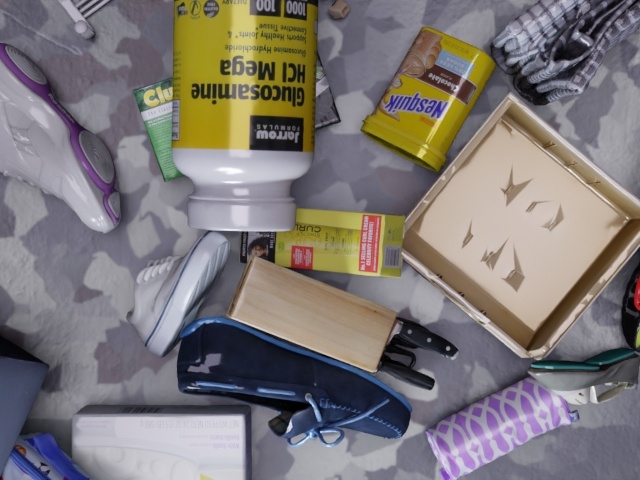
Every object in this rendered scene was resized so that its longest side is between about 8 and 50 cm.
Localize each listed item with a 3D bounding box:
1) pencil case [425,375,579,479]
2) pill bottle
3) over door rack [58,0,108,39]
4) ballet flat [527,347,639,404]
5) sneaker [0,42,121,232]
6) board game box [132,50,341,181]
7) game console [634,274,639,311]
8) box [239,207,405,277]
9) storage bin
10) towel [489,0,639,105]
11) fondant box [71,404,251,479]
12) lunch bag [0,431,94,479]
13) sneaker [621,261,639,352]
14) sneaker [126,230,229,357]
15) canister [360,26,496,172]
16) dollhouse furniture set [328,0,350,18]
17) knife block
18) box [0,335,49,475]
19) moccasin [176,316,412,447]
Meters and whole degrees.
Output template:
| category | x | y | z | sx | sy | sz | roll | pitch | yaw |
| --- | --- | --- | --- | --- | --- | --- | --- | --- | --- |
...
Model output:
| category | x | y | z | sx | sy | sz | roll | pitch | yaw |
| --- | --- | --- | --- | --- | --- | --- | --- | --- | --- |
| pencil case | 0.249 | 0.258 | 1.739 | 0.206 | 0.088 | 0.086 | -24 | 46 | 1 |
| pill bottle | -0.098 | -0.181 | 1.626 | 0.188 | 0.188 | 0.333 | 1 | 94 | 0 |
| over door rack | -0.333 | -0.474 | 1.723 | 0.239 | 0.108 | 0.324 | -37 | 90 | 0 |
| ballet flat | 0.361 | 0.190 | 1.694 | 0.213 | 0.072 | 0.068 | -3 | 95 | -41 |
| sneaker | -0.394 | -0.121 | 1.740 | 0.152 | 0.114 | 0.305 | -39 | 86 | 14 |
| board game box | -0.115 | -0.186 | 1.735 | 0.260 | 0.030 | 0.136 | -19 | 100 | -4 |
| game console | 0.624 | -0.014 | 1.685 | 0.387 | 0.060 | 0.342 | 18 | 94 | -21 |
| box | 0.000 | 0.000 | 1.691 | 0.232 | 0.058 | 0.087 | 6 | 91 | 34 |
| storage bin | 0.268 | -0.014 | 1.713 | 0.262 | 0.123 | 0.260 | 40 | 90 | 0 |
| towel | 0.354 | -0.288 | 1.631 | 0.235 | 0.283 | 0.121 | -38 | 91 | 2 |
| fondant box | -0.216 | 0.396 | 1.735 | 0.238 | 0.096 | 0.330 | 0 | 92 | 1 |
| lunch bag | -0.372 | 0.395 | 1.652 | 0.303 | 0.115 | 0.243 | 30 | 108 | 37 |
| sneaker | 0.523 | 0.032 | 1.722 | 0.121 | 0.111 | 0.300 | 32 | 93 | -4 |
| sneaker | -0.202 | 0.063 | 1.674 | 0.091 | 0.094 | 0.258 | 39 | 134 | 5 |
| canister | 0.149 | -0.195 | 1.722 | 0.126 | 0.073 | 0.170 | 29 | 88 | 28 |
| dollhouse furniture set | 0.016 | -0.386 | 1.770 | 0.081 | 0.091 | 0.114 | 18 | 63 | 39 |
| knife block | 0.042 | 0.117 | 1.663 | 0.242 | 0.276 | 0.088 | 19 | 86 | 29 |
| box | -0.577 | 0.244 | 1.634 | 0.312 | 0.179 | 0.343 | 25 | 91 | 31 |
| moccasin | -0.042 | 0.216 | 1.688 | 0.342 | 0.138 | 0.116 | 21 | 62 | -14 |
